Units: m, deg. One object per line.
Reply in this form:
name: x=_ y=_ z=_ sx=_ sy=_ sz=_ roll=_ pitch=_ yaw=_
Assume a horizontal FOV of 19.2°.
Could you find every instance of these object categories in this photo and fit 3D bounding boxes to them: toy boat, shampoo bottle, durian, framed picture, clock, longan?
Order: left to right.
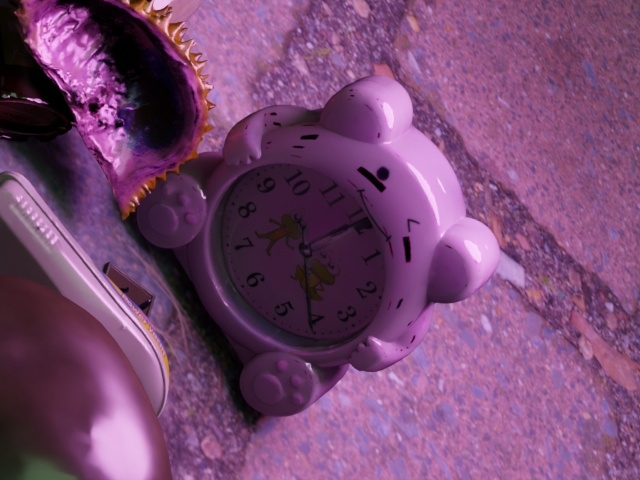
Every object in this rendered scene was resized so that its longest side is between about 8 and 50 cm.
longan: x=-0.279 y=0.201 z=1.485 sx=0.361 sy=0.361 sz=0.361 roll=28 pitch=48 yaw=-36
shampoo bottle: x=-0.325 y=-0.263 z=1.929 sx=0.129 sy=0.084 sz=0.323 roll=15 pitch=55 yaw=-47
toy boat: x=-0.247 y=0.059 z=1.780 sx=0.269 sy=0.141 sz=0.141 roll=46 pitch=39 yaw=-23
durian: x=-0.212 y=-0.194 z=1.887 sx=0.186 sy=0.154 sz=0.260 roll=54 pitch=-7 yaw=49
framed picture: x=-0.202 y=0.072 z=1.920 sx=0.066 sy=0.006 sz=0.089 roll=39 pitch=42 yaw=-27
clock: x=0.000 y=0.000 z=1.944 sx=0.295 sy=0.322 sz=0.113 roll=59 pitch=32 yaw=-3

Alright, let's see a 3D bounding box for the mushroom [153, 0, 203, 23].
mushroom: x=-0.191 y=-0.344 z=2.108 sx=0.177 sy=0.126 sz=0.397 roll=13 pitch=55 yaw=-21
